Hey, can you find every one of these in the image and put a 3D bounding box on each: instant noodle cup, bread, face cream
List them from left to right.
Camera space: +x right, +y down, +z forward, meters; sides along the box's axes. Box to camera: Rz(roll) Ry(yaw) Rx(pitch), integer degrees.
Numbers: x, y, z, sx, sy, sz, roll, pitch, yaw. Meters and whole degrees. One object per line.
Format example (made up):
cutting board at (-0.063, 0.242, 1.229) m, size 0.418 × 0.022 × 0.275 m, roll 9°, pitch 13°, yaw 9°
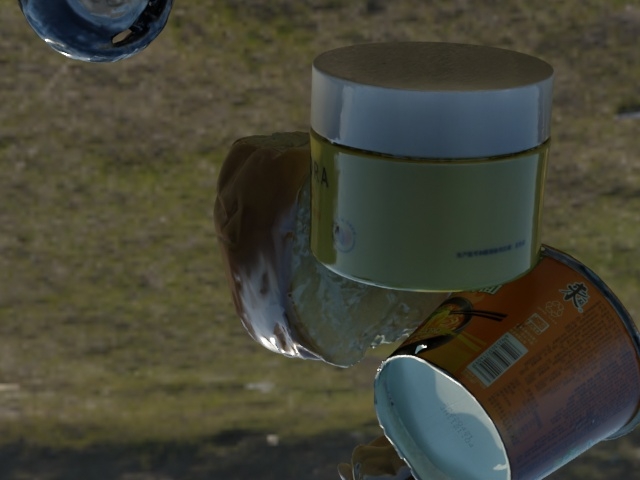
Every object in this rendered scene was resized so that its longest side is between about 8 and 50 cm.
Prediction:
bread at (0.000, 0.000, 1.576) m, size 0.224 × 0.250 × 0.279 m, roll -8°, pitch -172°, yaw -22°
face cream at (0.098, -0.072, 1.282) m, size 0.218 × 0.179 × 0.218 m, roll 1°, pitch -161°, yaw 0°
instant noodle cup at (0.174, 0.141, 1.360) m, size 0.182 × 0.230 × 0.230 m, roll -34°, pitch -170°, yaw -33°

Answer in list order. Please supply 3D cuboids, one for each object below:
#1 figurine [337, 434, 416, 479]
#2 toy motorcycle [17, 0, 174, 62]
figurine at (0.136, 0.313, 1.626) m, size 0.247 × 0.177 × 0.173 m, roll 21°, pitch -164°, yaw -9°
toy motorcycle at (-0.072, -0.275, 0.828) m, size 0.340 × 0.223 × 0.108 m, roll -40°, pitch -160°, yaw -17°
